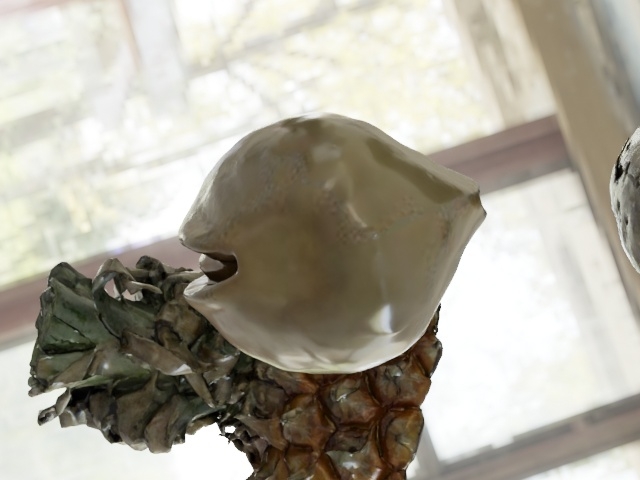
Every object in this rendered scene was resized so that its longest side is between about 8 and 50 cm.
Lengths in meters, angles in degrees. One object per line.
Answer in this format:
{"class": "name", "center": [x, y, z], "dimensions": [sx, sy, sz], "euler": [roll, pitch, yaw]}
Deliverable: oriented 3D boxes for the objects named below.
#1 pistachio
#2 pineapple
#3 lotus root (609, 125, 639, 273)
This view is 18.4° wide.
{"class": "pistachio", "center": [0.000, 0.000, 0.974], "dimensions": [0.223, 0.152, 0.126], "euler": [-177, -106, -74]}
{"class": "pineapple", "center": [-0.079, 0.102, 1.442], "dimensions": [0.262, 0.271, 0.262], "euler": [-165, -90, -78]}
{"class": "lotus root", "center": [0.399, -0.048, 2.031], "dimensions": [0.179, 0.196, 0.397], "euler": [60, 15, -11]}
